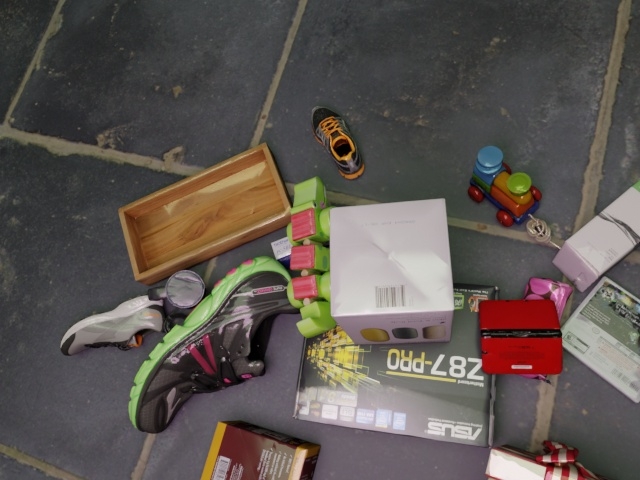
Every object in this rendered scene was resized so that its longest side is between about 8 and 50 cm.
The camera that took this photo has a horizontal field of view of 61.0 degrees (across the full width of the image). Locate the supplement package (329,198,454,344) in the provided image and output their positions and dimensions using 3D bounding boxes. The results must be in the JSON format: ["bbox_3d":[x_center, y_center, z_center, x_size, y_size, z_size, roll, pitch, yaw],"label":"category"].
[{"bbox_3d":[0.138,0.071,1.007,0.200,0.262,0.197,-4,69,11],"label":"supplement package"}]

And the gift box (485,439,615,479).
[{"bbox_3d":[0.415,0.486,0.924,0.277,0.255,0.257,11,78,22],"label":"gift box"}]

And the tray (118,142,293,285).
[{"bbox_3d":[-0.280,-0.062,1.344,0.411,0.076,0.202,-23,70,6],"label":"tray"}]

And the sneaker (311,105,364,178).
[{"bbox_3d":[0.039,-0.253,1.325,0.084,0.083,0.214,-33,68,3],"label":"sneaker"}]

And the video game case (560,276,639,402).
[{"bbox_3d":[0.600,0.195,1.090,0.190,0.022,0.173,40,85,21],"label":"video game case"}]

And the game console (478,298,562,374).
[{"bbox_3d":[0.382,0.185,1.048,0.144,0.085,0.124,-3,101,15],"label":"game console"}]

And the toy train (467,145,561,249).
[{"bbox_3d":[0.422,-0.091,1.144,0.105,0.143,0.248,-42,63,-2],"label":"toy train"}]

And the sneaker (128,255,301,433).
[{"bbox_3d":[-0.227,0.253,1.174,0.202,0.185,0.482,43,96,9],"label":"sneaker"}]

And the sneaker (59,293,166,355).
[{"bbox_3d":[-0.493,0.220,1.293,0.272,0.100,0.107,-23,75,5],"label":"sneaker"}]

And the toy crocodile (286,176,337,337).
[{"bbox_3d":[-0.019,0.029,1.117,0.115,0.105,0.340,-13,71,33],"label":"toy crocodile"}]

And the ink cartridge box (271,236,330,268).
[{"bbox_3d":[0.000,0.000,1.247,0.207,0.097,0.046,-21,70,5],"label":"ink cartridge box"}]

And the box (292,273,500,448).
[{"bbox_3d":[0.160,0.238,1.135,0.396,0.097,0.317,5,74,13],"label":"box"}]

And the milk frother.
[{"bbox_3d":[-0.314,0.151,1.244,0.129,0.135,0.143,-25,87,-12],"label":"milk frother"}]

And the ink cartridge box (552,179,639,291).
[{"bbox_3d":[0.586,-0.012,1.083,0.219,0.160,0.092,-39,68,-1],"label":"ink cartridge box"}]

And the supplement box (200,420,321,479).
[{"bbox_3d":[-0.126,0.488,1.107,0.194,0.129,0.191,12,76,16],"label":"supplement box"}]

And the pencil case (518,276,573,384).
[{"bbox_3d":[0.441,0.174,1.092,0.095,0.098,0.209,20,79,-3],"label":"pencil case"}]
